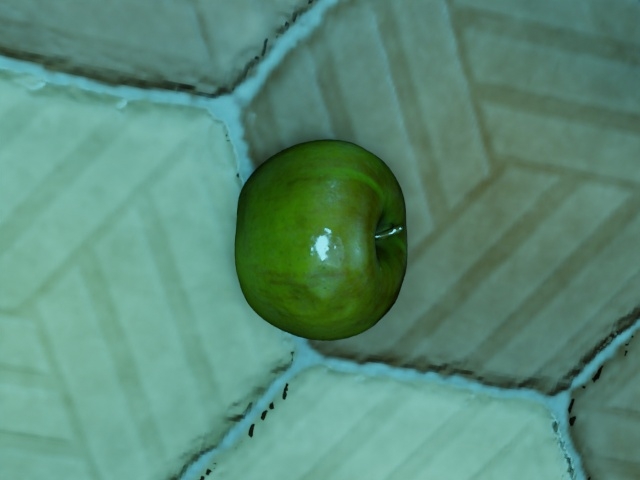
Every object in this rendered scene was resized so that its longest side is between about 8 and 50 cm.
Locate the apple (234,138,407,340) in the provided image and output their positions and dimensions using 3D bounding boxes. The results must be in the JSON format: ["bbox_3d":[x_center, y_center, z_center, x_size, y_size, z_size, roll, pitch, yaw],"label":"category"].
[{"bbox_3d":[0.000,0.000,0.777,0.074,0.089,0.089,0,110,7],"label":"apple"}]
